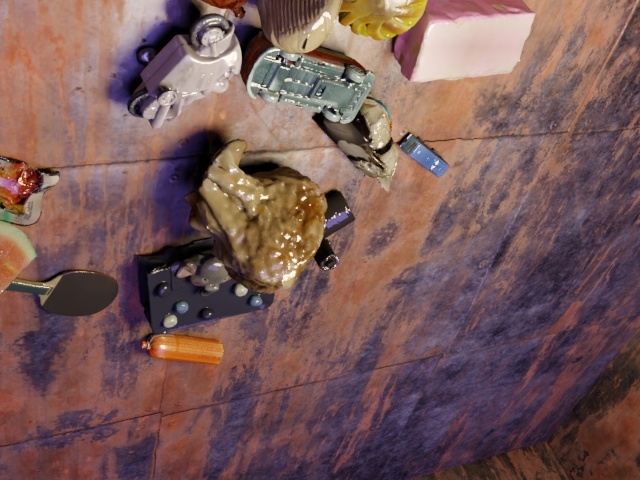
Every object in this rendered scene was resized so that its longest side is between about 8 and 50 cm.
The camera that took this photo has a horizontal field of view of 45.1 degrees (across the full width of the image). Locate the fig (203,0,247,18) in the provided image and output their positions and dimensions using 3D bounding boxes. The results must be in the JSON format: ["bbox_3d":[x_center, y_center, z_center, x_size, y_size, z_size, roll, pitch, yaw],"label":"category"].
[{"bbox_3d":[-0.158,-0.426,1.292,0.146,0.134,0.201,-9,149,-7],"label":"fig"}]

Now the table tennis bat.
[{"bbox_3d":[-0.590,0.115,1.752,0.274,0.021,0.154,14,127,-44],"label":"table tennis bat"}]

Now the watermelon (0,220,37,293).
[{"bbox_3d":[-0.675,0.045,1.524,0.207,0.136,0.202,16,95,-45],"label":"watermelon"}]

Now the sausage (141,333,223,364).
[{"bbox_3d":[-0.369,0.285,2.040,0.234,0.071,0.071,15,126,-41],"label":"sausage"}]

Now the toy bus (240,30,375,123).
[{"bbox_3d":[-0.034,-0.320,1.485,0.265,0.120,0.121,7,128,-35],"label":"toy bus"}]

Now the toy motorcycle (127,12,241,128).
[{"bbox_3d":[-0.231,-0.303,1.409,0.260,0.110,0.170,-41,152,26],"label":"toy motorcycle"}]

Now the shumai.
[{"bbox_3d":[-0.144,-0.065,1.584,0.266,0.314,0.262,-24,140,18],"label":"shumai"}]

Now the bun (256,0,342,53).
[{"bbox_3d":[-0.030,-0.407,1.348,0.173,0.166,0.113,-59,154,2],"label":"bun"}]

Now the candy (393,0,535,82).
[{"bbox_3d":[0.288,-0.417,1.571,0.264,0.116,0.156,-11,137,-23],"label":"candy"}]

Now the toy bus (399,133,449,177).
[{"bbox_3d":[0.250,-0.201,1.843,0.051,0.061,0.153,-46,137,15],"label":"toy bus"}]

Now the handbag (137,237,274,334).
[{"bbox_3d":[-0.264,0.094,1.847,0.325,0.118,0.269,-14,140,-20],"label":"handbag"}]

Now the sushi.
[{"bbox_3d":[0.118,-0.223,1.703,0.109,0.134,0.273,-56,132,-12],"label":"sushi"}]

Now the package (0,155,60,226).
[{"bbox_3d":[-0.623,-0.100,1.465,0.231,0.040,0.166,19,125,-42],"label":"package"}]

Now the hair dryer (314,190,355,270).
[{"bbox_3d":[0.000,0.000,1.786,0.197,0.251,0.089,-30,120,2],"label":"hair dryer"}]

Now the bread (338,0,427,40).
[{"bbox_3d":[0.104,-0.458,1.393,0.213,0.105,0.213,1,142,1],"label":"bread"}]
